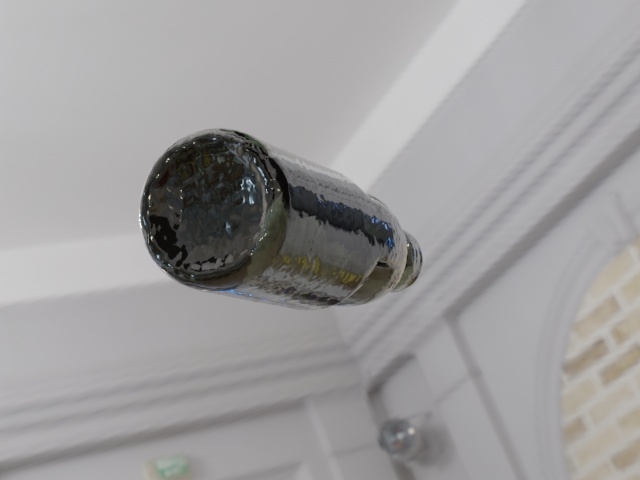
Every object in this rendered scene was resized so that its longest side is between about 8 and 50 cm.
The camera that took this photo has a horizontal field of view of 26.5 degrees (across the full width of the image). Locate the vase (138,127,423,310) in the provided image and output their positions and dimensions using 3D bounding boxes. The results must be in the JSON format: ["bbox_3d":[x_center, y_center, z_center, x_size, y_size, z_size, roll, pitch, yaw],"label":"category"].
[{"bbox_3d":[0.000,0.000,0.563,0.060,0.060,0.211,-30,-16,17],"label":"vase"}]
